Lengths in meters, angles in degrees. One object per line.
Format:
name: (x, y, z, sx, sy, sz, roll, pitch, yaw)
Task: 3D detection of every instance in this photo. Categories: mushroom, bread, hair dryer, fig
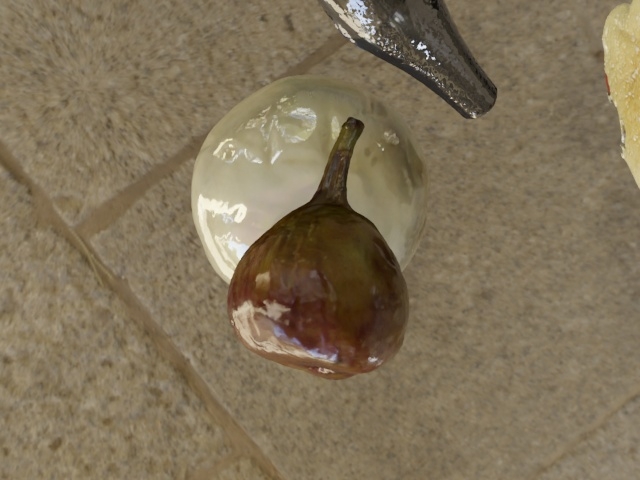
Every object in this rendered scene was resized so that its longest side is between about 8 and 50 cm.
mushroom: (-0.040, -0.065, 1.059, 0.315, 0.356, 0.315, -29, 127, -48)
bread: (0.390, -0.167, 0.903, 0.039, 0.182, 0.251, -13, 90, -7)
hair dryer: (0.022, -0.180, 0.613, 0.195, 0.219, 0.075, 36, 90, -37)
fig: (0.025, 0.020, 0.857, 0.190, 0.190, 0.290, 46, 49, -19)

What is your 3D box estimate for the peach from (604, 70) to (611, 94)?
peach: (0.538, -0.272, 1.243, 0.197, 0.197, 0.197, -3, 101, -16)
